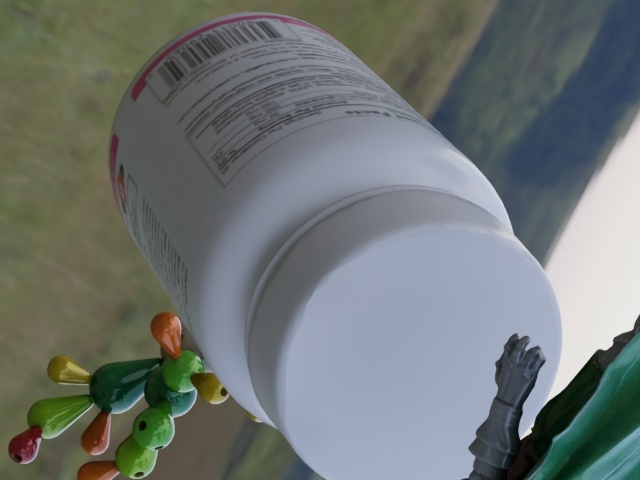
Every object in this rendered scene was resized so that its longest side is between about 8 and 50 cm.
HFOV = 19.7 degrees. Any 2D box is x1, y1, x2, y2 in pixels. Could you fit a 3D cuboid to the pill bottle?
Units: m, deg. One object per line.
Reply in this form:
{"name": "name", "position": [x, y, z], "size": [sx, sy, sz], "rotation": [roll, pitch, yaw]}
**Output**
{"name": "pill bottle", "position": [0.000, 0.000, 0.913], "size": [0.160, 0.160, 0.283], "rotation": [-64, -153, 14]}

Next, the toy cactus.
{"name": "toy cactus", "position": [-0.110, 0.090, 1.318], "size": [0.219, 0.112, 0.180], "rotation": [-25, -164, 22]}

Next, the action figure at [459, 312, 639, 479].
{"name": "action figure", "position": [0.099, 0.065, 0.639], "size": [0.137, 0.063, 0.232], "rotation": [10, 130, -50]}
